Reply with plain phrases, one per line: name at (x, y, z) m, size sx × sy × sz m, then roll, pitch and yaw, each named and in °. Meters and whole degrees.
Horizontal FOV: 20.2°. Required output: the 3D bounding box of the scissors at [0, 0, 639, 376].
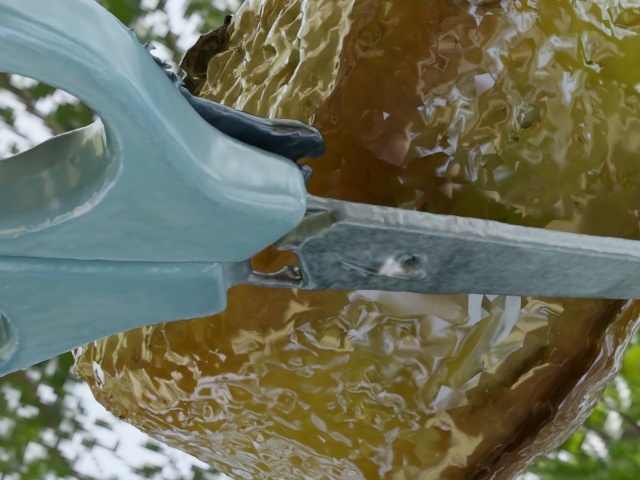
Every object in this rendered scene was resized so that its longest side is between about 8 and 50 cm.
scissors at (0.000, -0.001, 0.474) m, size 0.191 × 0.360 × 0.029 m, roll 126°, pitch -40°, yaw -51°

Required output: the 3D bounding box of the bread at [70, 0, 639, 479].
bread at (0.034, -0.012, 0.588) m, size 0.261 × 0.160 × 0.147 m, roll -55°, pitch -160°, yaw 10°
